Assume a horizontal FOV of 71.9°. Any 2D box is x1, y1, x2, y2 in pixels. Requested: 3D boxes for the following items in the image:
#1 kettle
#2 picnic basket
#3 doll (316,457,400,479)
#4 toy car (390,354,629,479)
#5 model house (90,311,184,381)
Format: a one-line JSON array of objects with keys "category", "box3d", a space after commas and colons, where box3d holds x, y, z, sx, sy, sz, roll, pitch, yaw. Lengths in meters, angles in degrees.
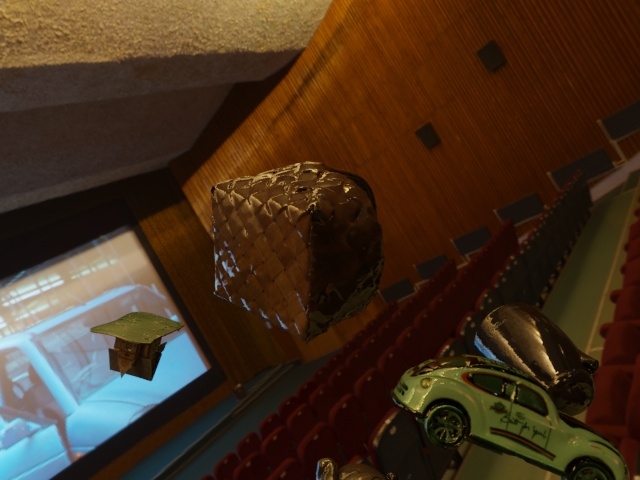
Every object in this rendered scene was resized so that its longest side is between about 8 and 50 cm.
[{"category": "kettle", "box3d": [0.518, 0.330, 1.090, 0.268, 0.207, 0.290, -43, 20, 9]}, {"category": "picnic basket", "box3d": [0.000, 0.000, 0.820, 0.337, 0.293, 0.337, 3, 16, -1]}, {"category": "doll", "box3d": [0.072, 0.727, 1.048, 0.378, 0.382, 0.252, -34, -40, -31]}, {"category": "toy car", "box3d": [0.250, 0.232, 0.588, 0.136, 0.305, 0.125, 60, -131, -81]}, {"category": "model house", "box3d": [-0.344, 0.201, 0.829, 0.117, 0.088, 0.167, 13, 4, 4]}]
